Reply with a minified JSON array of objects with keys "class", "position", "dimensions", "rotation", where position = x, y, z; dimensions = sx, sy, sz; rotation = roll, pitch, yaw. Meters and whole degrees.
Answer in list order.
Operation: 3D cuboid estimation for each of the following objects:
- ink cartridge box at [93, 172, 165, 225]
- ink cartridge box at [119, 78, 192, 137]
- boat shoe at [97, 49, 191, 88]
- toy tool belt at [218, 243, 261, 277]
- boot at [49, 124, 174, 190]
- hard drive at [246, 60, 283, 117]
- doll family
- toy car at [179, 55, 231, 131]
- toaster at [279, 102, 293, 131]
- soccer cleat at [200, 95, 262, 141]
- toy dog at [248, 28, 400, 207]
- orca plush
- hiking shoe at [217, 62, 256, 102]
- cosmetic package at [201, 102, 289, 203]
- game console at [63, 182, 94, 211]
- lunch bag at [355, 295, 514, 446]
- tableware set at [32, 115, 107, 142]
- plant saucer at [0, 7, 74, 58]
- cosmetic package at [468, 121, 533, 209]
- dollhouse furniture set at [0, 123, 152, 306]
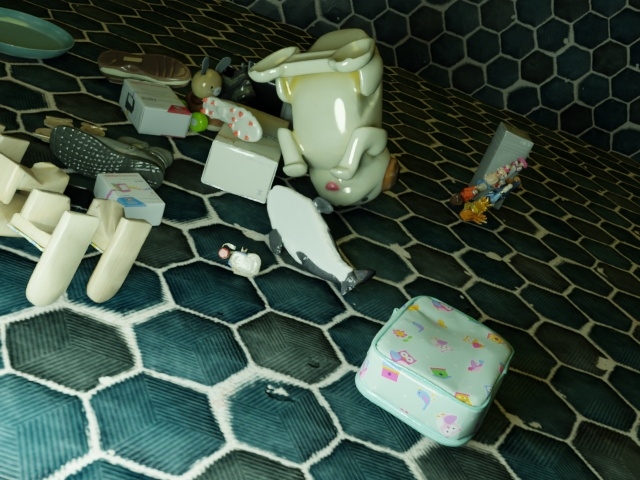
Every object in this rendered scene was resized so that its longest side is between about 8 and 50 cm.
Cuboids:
[{"class":"ink cartridge box","position":[-0.372,-0.080,1.290],"dimensions":[0.088,0.052,0.122],"rotation":[-6,37,-43]},{"class":"ink cartridge box","position":[-0.424,-0.338,1.702],"dimensions":[0.127,0.072,0.175],"rotation":[1,34,-36]},{"class":"boat shoe","position":[-0.476,-0.455,1.831],"dimensions":[0.257,0.095,0.095],"rotation":[14,58,6]},{"class":"toy tool belt","position":[-0.152,0.038,1.254],"dimensions":[0.083,0.052,0.051],"rotation":[23,-5,-6]},{"class":"boot","position":[-0.441,-0.188,1.425],"dimensions":[0.246,0.084,0.161],"rotation":[22,20,-16]},{"class":"hard drive","position":[-0.148,-0.438,1.986],"dimensions":[0.171,0.054,0.255],"rotation":[21,-10,-3]},{"class":"doll family","position":[0.475,-0.122,1.870],"dimensions":[0.163,0.263,0.118],"rotation":[-28,86,-28]},{"class":"toy car","position":[-0.294,-0.403,1.792],"dimensions":[0.149,0.189,0.155],"rotation":[34,29,23]},{"class":"toaster","position":[-0.022,-0.303,1.861],"dimensions":[0.227,0.147,0.129],"rotation":[36,30,26]},{"class":"soccer cleat","position":[-0.194,-0.287,1.546],"dimensions":[0.196,0.068,0.076],"rotation":[34,26,30]},{"class":"toy dog","position":[0.039,-0.270,1.596],"dimensions":[0.284,0.408,0.395],"rotation":[-4,30,17]},{"class":"orca plush","position":[0.000,0.000,1.375],"dimensions":[0.287,0.151,0.102],"rotation":[33,-3,26]},{"class":"hiking shoe","position":[-0.271,-0.450,1.913],"dimensions":[0.226,0.114,0.086],"rotation":[4,16,43]},{"class":"cosmetic package","position":[-0.176,-0.223,1.637],"dimensions":[0.160,0.113,0.309],"rotation":[19,26,-8]},{"class":"game console","position":[-0.481,-0.103,1.227],"dimensions":[0.122,0.071,0.107],"rotation":[14,28,-16]},{"class":"lunch bag","position":[0.194,0.207,1.125],"dimensions":[0.224,0.108,0.279],"rotation":[26,25,19]},{"class":"tableware set","position":[-0.550,-0.235,1.475],"dimensions":[0.141,0.020,0.169],"rotation":[14,28,-16]},{"class":"plant saucer","position":[-0.852,-0.574,1.849],"dimensions":[0.317,0.044,0.318],"rotation":[18,28,-10]},{"class":"cosmetic package","position":[0.558,-0.232,2.075],"dimensions":[0.107,0.238,0.127],"rotation":[23,24,-5]},{"class":"dollhouse furniture set","position":[-0.527,-0.013,0.945],"dimensions":[0.362,0.257,0.394],"rotation":[32,7,17]}]
